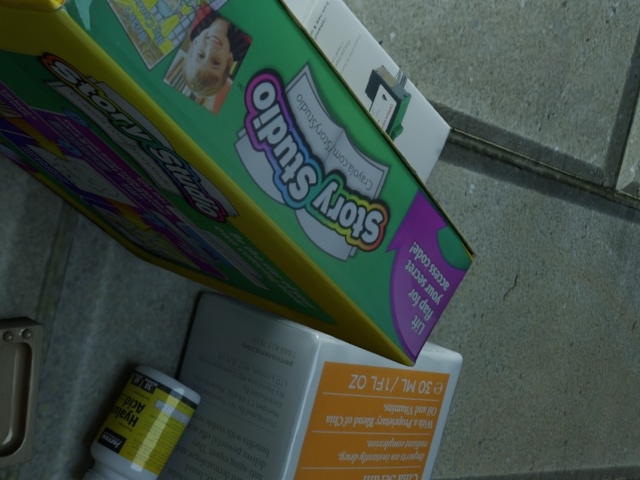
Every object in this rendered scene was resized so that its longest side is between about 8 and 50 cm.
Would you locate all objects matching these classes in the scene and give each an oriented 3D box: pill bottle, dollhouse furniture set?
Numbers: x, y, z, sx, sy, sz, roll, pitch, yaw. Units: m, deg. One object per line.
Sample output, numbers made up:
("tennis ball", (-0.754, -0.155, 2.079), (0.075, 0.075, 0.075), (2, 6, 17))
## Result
("pill bottle", (-0.158, 0.171, 0.906), (0.065, 0.065, 0.116), (43, 70, -45))
("dollhouse furniture set", (-0.251, 0.145, 0.754), (0.151, 0.123, 0.144), (-3, 104, -47))

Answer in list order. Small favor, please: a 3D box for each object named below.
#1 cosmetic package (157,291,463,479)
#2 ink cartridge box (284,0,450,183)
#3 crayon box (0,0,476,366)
("cosmetic package", (-0.042, 0.295, 0.999), (0.230, 0.161, 0.453), (12, 94, -48))
("ink cartridge box", (-0.012, -0.125, 0.900), (0.219, 0.160, 0.092), (39, 73, -47))
("crayon box", (-0.111, -0.081, 0.691), (0.363, 0.313, 0.106), (46, 68, -44))
